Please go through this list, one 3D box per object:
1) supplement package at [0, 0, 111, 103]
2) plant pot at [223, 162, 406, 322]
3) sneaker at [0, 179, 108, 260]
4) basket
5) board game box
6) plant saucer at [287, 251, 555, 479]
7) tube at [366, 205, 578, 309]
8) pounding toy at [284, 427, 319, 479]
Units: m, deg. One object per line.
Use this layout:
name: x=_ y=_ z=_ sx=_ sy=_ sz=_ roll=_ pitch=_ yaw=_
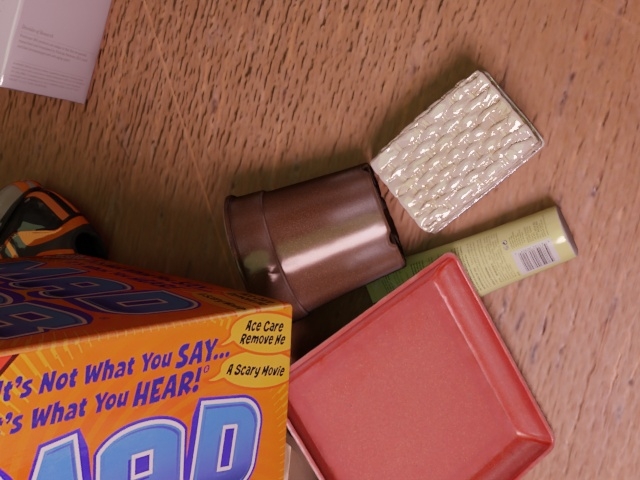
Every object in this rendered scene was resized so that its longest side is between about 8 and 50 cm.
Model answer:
supplement package: x=-0.361 y=-0.336 z=0.962 sx=0.177 sy=0.175 sz=0.293 roll=20 pitch=98 yaw=15
plant pot: x=0.000 y=0.000 z=0.900 sx=0.165 sy=0.167 sz=0.167 roll=-20 pitch=88 yaw=8
sneaker: x=-0.390 y=0.097 z=1.024 sx=0.180 sy=0.124 sz=0.321 roll=34 pitch=101 yaw=12
basket: x=0.147 y=-0.097 z=0.876 sx=0.167 sy=0.103 sz=0.113 roll=-40 pitch=84 yaw=13
board game box: x=-0.281 y=0.220 z=0.735 sx=0.356 sy=0.356 sz=0.357 roll=9 pitch=99 yaw=39
plant saucer: x=0.098 y=0.186 z=0.855 sx=0.258 sy=0.047 sz=0.259 roll=-33 pitch=99 yaw=-22
tube: x=0.164 y=0.032 z=0.908 sx=0.240 sy=0.062 sz=0.070 roll=-24 pitch=44 yaw=21
pounding toy: x=0.007 y=0.250 z=0.938 sx=0.094 sy=0.181 sz=0.206 roll=3 pitch=95 yaw=-25
